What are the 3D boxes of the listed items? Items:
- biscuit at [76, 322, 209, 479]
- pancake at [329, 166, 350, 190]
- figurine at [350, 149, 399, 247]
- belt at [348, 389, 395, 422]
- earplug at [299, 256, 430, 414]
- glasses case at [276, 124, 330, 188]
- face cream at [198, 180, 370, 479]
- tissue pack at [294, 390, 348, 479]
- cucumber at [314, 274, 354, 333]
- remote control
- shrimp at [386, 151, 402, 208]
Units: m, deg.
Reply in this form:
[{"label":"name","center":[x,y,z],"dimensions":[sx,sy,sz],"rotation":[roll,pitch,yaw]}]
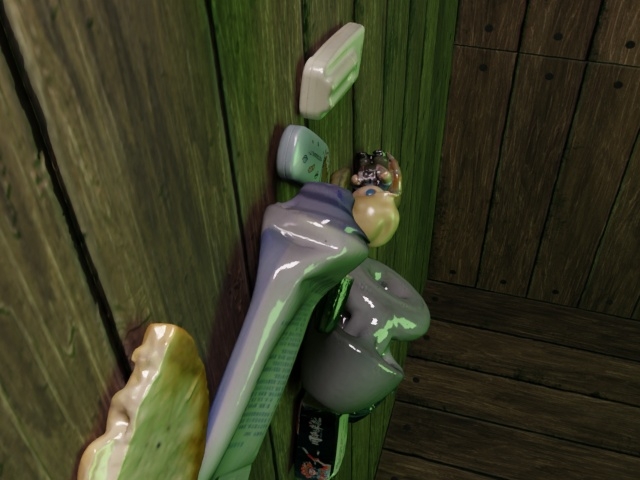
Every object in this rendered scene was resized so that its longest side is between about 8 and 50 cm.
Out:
[{"label":"biscuit","center":[-0.163,0.237,0.632],"dimensions":[0.204,0.040,0.309],"rotation":[70,34,-65]},{"label":"pancake","center":[-0.001,-0.001,1.111],"dimensions":[0.222,0.042,0.236],"rotation":[83,25,-75]},{"label":"figurine","center":[0.092,-0.082,1.328],"dimensions":[0.108,0.114,0.196],"rotation":[58,35,-57]},{"label":"belt","center":[0.064,0.291,1.491],"dimensions":[0.122,0.128,0.218],"rotation":[-40,161,-1]},{"label":"earplug","center":[0.074,0.151,1.272],"dimensions":[0.175,0.214,0.325],"rotation":[-53,-173,47]},{"label":"glasses case","center":[-0.020,-0.104,0.950],"dimensions":[0.178,0.045,0.067],"rotation":[17,85,-77]},{"label":"face cream","center":[-0.054,0.130,0.891],"dimensions":[0.235,0.137,0.420],"rotation":[32,78,-77]},{"label":"tissue pack","center":[0.002,0.347,1.320],"dimensions":[0.103,0.090,0.170],"rotation":[-53,149,-63]},{"label":"cucumber","center":[0.018,0.098,1.147],"dimensions":[0.048,0.048,0.105],"rotation":[26,80,-77]},{"label":"remote control","center":[0.024,-0.239,1.020],"dimensions":[0.230,0.049,0.090],"rotation":[-61,161,-57]},{"label":"shrimp","center":[0.118,-0.097,1.466],"dimensions":[0.223,0.047,0.126],"rotation":[124,-39,-64]}]
